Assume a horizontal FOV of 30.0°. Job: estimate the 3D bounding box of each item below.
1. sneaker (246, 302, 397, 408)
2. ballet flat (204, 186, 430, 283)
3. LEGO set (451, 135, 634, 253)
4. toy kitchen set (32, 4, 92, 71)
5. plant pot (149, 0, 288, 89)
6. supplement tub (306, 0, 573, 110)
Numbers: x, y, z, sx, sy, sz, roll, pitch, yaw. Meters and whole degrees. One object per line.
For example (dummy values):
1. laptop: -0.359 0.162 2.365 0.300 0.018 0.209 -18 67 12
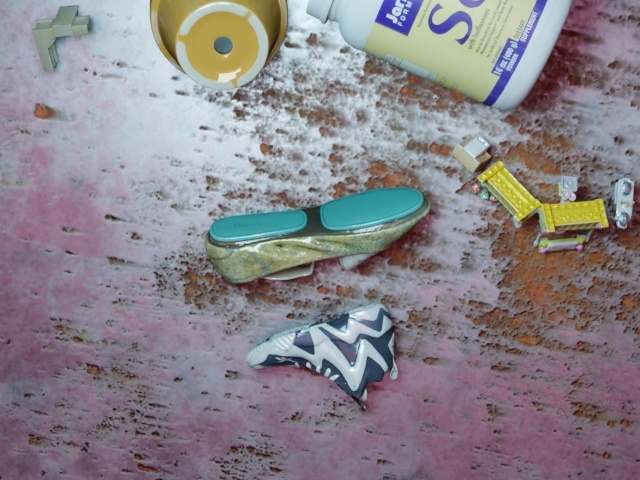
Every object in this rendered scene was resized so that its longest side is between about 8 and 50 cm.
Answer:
1. sneaker: 0.012 0.202 1.869 0.235 0.094 0.153 -18 90 -4
2. ballet flat: 0.000 0.000 1.836 0.349 0.123 0.123 -10 99 4
3. LEGO set: 0.327 -0.054 1.826 0.287 0.107 0.132 15 66 5
4. toy kitchen set: -0.386 -0.311 1.830 0.083 0.068 0.075 -5 128 4
5. plant pot: -0.144 -0.306 1.712 0.205 0.188 0.205 -3 118 -5
6. supplement tub: 0.170 -0.350 1.690 0.331 0.241 0.241 23 100 -1
